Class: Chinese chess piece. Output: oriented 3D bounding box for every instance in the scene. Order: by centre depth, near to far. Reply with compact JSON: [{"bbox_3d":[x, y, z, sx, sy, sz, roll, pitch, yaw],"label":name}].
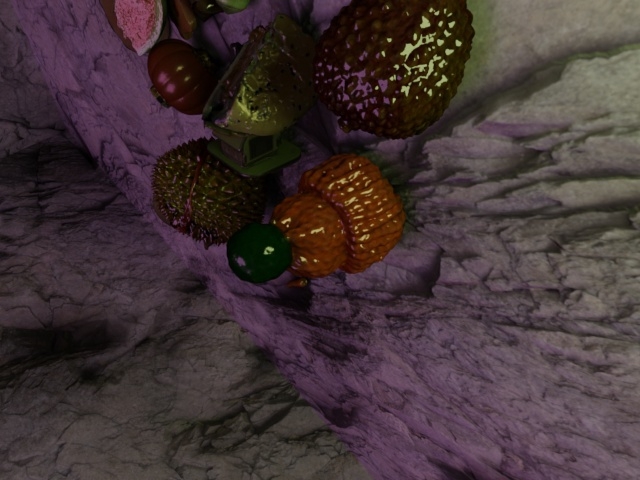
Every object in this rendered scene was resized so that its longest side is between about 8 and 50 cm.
[{"bbox_3d":[-0.576,-0.712,1.383,0.257,0.104,0.257,38,150,27],"label":"Chinese chess piece"}]

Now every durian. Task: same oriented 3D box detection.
[{"bbox_3d":[-0.346,-0.155,1.426,0.348,0.347,0.384,27,-179,40],"label":"durian"}]

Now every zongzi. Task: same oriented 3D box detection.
[{"bbox_3d":[-0.300,-0.640,1.093,0.184,0.084,0.187,-138,33,-63],"label":"zongzi"}]

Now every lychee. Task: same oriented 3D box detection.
[{"bbox_3d":[0.114,-0.280,0.710,0.236,0.236,0.271,50,128,5],"label":"lychee"}]

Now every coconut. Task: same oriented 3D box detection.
[{"bbox_3d":[-0.198,-0.554,1.007,0.088,0.088,0.096,43,132,18],"label":"coconut"}]

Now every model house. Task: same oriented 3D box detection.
[{"bbox_3d":[-0.171,-0.333,1.131,0.218,0.205,0.278,35,141,28],"label":"model house"}]

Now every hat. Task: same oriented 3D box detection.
[{"bbox_3d":[0.000,0.000,1.021,0.285,0.400,0.285,33,148,25],"label":"hat"}]

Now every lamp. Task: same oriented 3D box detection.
[{"bbox_3d":[-0.390,-0.466,1.289,0.223,0.196,0.223,54,-172,-11],"label":"lamp"}]

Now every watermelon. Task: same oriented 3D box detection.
[{"bbox_3d":[-0.454,-0.627,1.200,0.128,0.146,0.231,28,123,-14],"label":"watermelon"}]

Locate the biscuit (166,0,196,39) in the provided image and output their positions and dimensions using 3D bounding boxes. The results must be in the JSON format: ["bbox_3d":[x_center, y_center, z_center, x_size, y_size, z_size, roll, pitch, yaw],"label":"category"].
[{"bbox_3d":[-0.386,-0.657,1.183,0.212,0.041,0.238,49,153,46],"label":"biscuit"}]

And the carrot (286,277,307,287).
[{"bbox_3d":[-0.098,0.168,1.766,0.037,0.037,0.190,56,156,-7],"label":"carrot"}]

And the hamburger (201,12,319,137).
[{"bbox_3d":[-0.109,-0.328,0.970,0.192,0.288,0.168,29,174,-25],"label":"hamburger"}]

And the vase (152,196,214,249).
[{"bbox_3d":[-0.503,-0.163,1.835,0.302,0.241,0.329,36,124,6],"label":"vase"}]
